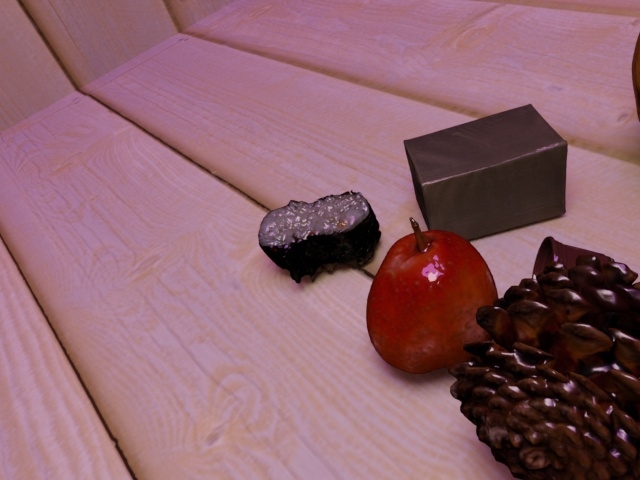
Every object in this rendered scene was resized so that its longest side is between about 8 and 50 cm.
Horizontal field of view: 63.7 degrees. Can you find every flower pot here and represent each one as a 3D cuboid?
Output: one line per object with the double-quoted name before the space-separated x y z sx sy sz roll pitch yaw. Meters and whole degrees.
"flower pot" 0.364 0.053 0.741 0.089 0.111 0.111 9 48 9

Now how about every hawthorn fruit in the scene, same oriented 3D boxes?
"hawthorn fruit" 0.149 0.064 0.715 0.197 0.225 0.196 -11 30 7

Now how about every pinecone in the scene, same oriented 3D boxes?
"pinecone" 0.290 0.138 0.572 0.247 0.246 0.292 18 50 35

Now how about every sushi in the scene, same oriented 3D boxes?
"sushi" 0.000 0.000 0.923 0.213 0.114 0.147 -13 39 12

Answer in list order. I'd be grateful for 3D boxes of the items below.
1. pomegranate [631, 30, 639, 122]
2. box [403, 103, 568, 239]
"pomegranate" 0.671 -0.260 0.722 0.412 0.411 0.411 -12 43 11
"box" 0.283 -0.110 0.897 0.232 0.155 0.148 -16 39 8
